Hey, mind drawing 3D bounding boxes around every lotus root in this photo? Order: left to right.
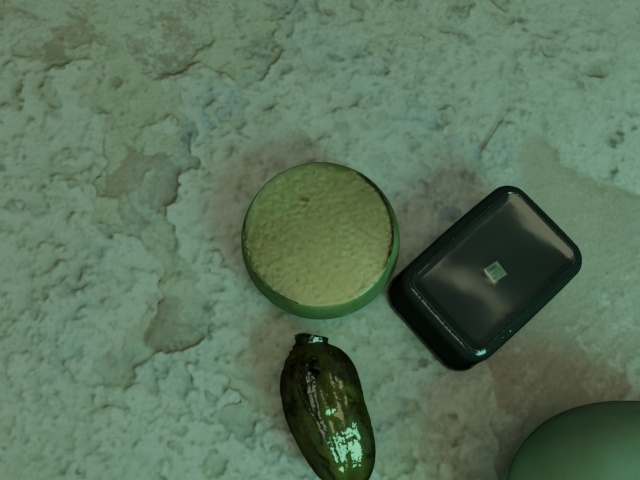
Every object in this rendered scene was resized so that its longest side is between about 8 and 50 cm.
[{"bbox_3d":[0.006,0.188,0.704,0.089,0.080,0.180,-13,79,-19],"label":"lotus root"}]

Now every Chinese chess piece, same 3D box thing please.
[{"bbox_3d":[0.000,0.000,0.758,0.188,0.083,0.189,0,76,1],"label":"Chinese chess piece"}]

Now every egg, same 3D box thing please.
[{"bbox_3d":[0.361,0.285,0.613,0.370,0.230,0.230,18,75,-2],"label":"egg"}]

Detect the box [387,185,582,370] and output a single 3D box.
[{"bbox_3d":[0.192,0.042,0.746,0.201,0.090,0.144,-39,78,-11],"label":"box"}]
